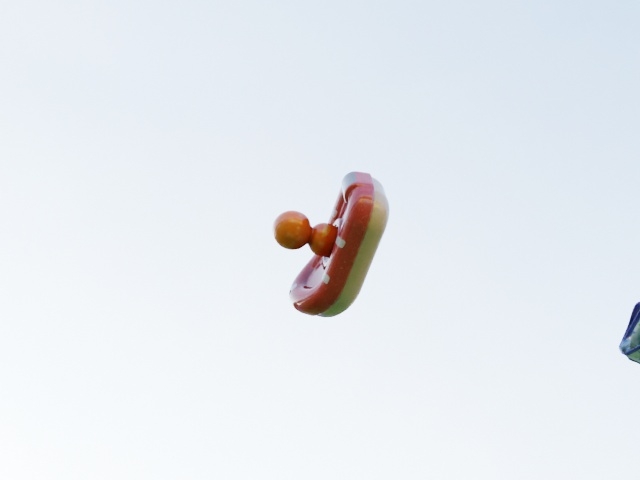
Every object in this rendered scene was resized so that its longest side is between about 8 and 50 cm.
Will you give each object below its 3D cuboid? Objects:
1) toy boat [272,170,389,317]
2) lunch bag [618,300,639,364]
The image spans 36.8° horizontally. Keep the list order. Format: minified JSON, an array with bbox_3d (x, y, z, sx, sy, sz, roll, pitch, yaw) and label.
[{"bbox_3d":[0.000,0.000,1.437,0.151,0.151,0.231,17,-70,-10],"label":"toy boat"},{"bbox_3d":[0.520,0.129,1.378,0.129,0.096,0.151,27,-68,-22],"label":"lunch bag"}]
